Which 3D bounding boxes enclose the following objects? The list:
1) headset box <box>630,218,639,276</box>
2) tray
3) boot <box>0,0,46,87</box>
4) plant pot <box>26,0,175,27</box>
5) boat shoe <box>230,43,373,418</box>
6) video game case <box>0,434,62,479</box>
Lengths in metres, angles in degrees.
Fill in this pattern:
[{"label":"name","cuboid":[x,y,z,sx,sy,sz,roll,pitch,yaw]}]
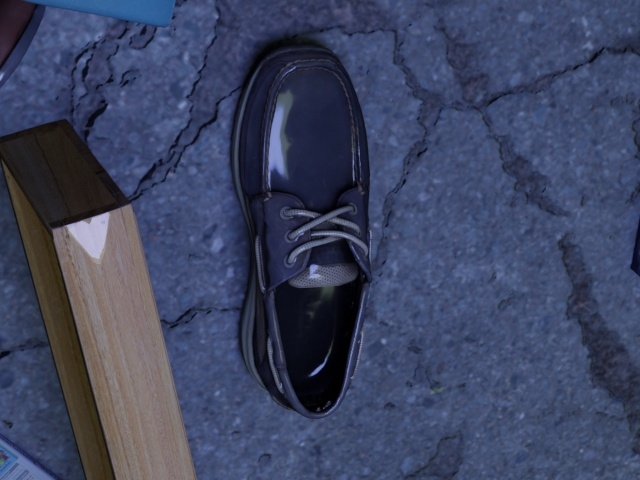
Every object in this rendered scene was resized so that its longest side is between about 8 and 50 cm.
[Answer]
[{"label":"headset box","cuboid":[0.462,-0.058,1.786,0.246,0.131,0.283,-2,115,-21]},{"label":"tray","cuboid":[-0.179,0.120,1.564,0.076,0.203,0.411,-18,119,-15]},{"label":"boot","cuboid":[-0.391,-0.194,1.419,0.264,0.096,0.280,-37,115,6]},{"label":"plant pot","cuboid":[-0.234,-0.275,1.362,0.234,0.165,0.166,3,112,-31]},{"label":"boat shoe","cuboid":[0.000,0.000,1.624,0.132,0.130,0.355,-11,117,-18]},{"label":"video game case","cuboid":[-0.362,0.260,1.661,0.212,0.023,0.193,-45,122,3]}]
